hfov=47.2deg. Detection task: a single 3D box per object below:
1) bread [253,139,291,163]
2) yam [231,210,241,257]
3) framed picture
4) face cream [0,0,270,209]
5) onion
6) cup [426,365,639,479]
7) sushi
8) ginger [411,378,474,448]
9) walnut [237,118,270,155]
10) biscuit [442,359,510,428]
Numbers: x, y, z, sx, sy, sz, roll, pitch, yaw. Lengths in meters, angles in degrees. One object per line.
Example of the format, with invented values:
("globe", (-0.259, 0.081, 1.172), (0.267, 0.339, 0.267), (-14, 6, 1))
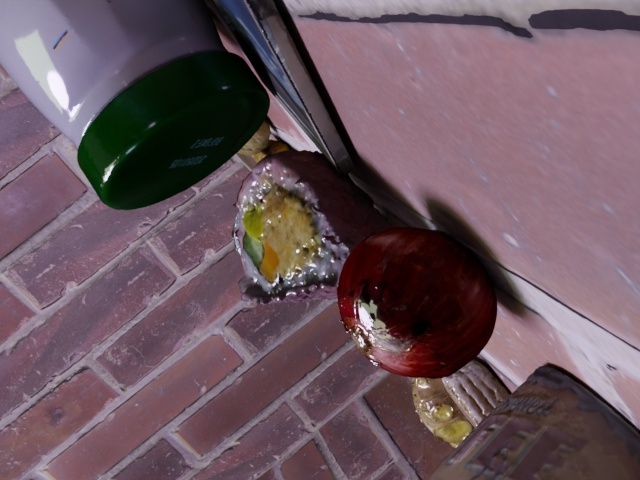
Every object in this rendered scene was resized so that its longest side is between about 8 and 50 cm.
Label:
("bread", (-0.067, -0.123, 1.183), (0.074, 0.053, 0.132), (53, 175, -24))
("yam", (-0.096, -0.022, 1.610), (0.202, 0.201, 0.271), (53, -177, -4))
("framed picture", (-0.055, -0.185, 0.663), (0.189, 0.023, 0.260), (53, 178, 35))
("face cream", (-0.235, -0.234, 0.795), (0.357, 0.220, 0.312), (54, 177, 9))
("onion", (0.074, 0.046, 0.578), (0.131, 0.131, 0.131), (51, 177, 4))
("cup", (0.163, 0.263, 0.540), (0.227, 0.257, 0.301), (49, 175, 6))
("sushi", (-0.003, -0.019, 0.747), (0.241, 0.108, 0.161), (-15, 77, 57))
("ginger", (0.208, 0.261, 1.228), (0.216, 0.102, 0.157), (51, -158, -41))
("walnut", (-0.119, -0.175, 1.145), (0.092, 0.092, 0.092), (51, 177, 4))
("biscuit", (0.249, 0.256, 0.949), (0.238, 0.062, 0.108), (52, 179, 2))
